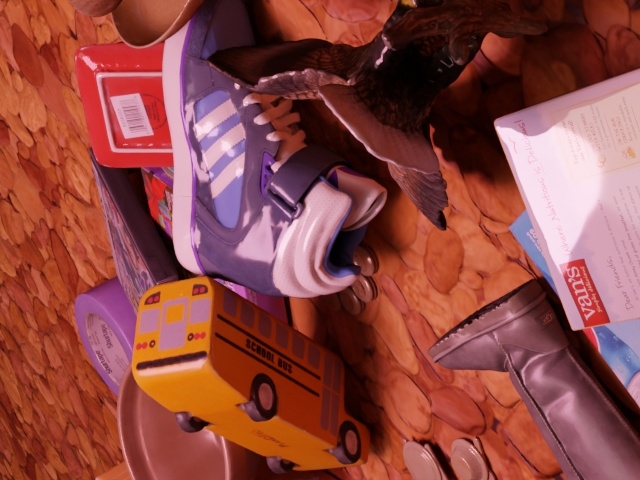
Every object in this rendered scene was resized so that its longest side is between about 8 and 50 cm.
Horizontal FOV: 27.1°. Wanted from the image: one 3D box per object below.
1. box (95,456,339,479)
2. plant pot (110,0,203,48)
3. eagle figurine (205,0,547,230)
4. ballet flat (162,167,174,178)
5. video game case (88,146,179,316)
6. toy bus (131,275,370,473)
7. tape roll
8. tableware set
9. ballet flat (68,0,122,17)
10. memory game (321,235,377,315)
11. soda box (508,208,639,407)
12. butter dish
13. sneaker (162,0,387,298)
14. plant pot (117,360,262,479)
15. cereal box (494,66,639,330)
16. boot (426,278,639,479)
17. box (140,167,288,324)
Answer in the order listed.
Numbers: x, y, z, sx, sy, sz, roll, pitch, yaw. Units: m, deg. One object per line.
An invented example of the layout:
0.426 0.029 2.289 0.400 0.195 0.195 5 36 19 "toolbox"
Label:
-0.110 0.392 1.772 0.345 0.215 0.168 21 132 49 "box"
-0.147 -0.304 1.317 0.236 0.032 0.236 -18 68 54 "plant pot"
0.050 -0.127 1.065 0.298 0.225 0.226 -42 61 59 "eagle figurine"
-0.187 -0.138 1.608 0.213 0.072 0.068 49 176 23 "ballet flat"
-0.233 0.045 1.762 0.248 0.035 0.275 87 158 -46 "video game case"
-0.067 0.162 1.483 0.108 0.332 0.130 -13 61 29 "toy bus"
-0.283 0.148 1.979 0.189 0.080 0.189 38 144 35 "tape roll"
0.155 0.278 1.452 0.168 0.020 0.141 -11 106 61 "tableware set"
-0.182 -0.383 1.263 0.124 0.116 0.342 11 99 36 "ballet flat"
0.000 0.000 1.464 0.186 0.012 0.186 38 143 36 "memory game"
0.246 0.045 1.053 0.210 0.067 0.071 56 151 12 "soda box"
-0.183 -0.173 1.515 0.159 0.118 0.160 0 126 8 "butter dish"
-0.031 -0.101 1.345 0.236 0.130 0.323 7 101 29 "sneaker"
-0.145 0.242 1.657 0.237 0.109 0.237 15 109 47 "plant pot"
0.250 -0.040 0.921 0.240 0.047 0.173 -16 97 46 "cereal box"
0.204 0.152 1.224 0.208 0.076 0.189 53 153 1 "boot"
-0.124 0.052 1.653 0.201 0.057 0.293 32 142 42 "box"
